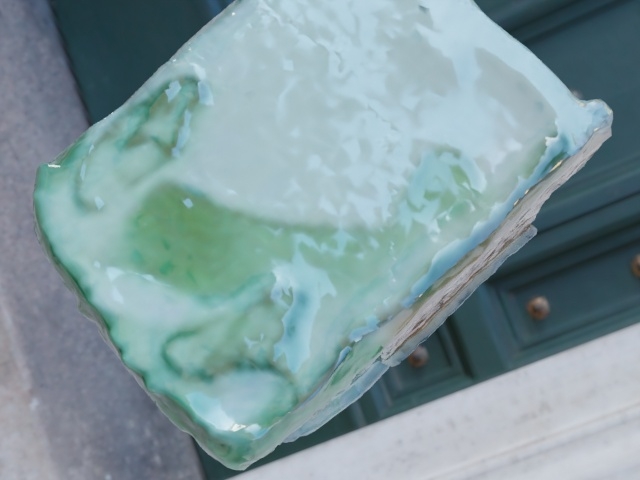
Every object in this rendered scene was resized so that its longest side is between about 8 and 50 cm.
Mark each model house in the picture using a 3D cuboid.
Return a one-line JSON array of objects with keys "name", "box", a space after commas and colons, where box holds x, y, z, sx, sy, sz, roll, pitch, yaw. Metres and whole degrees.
[{"name": "model house", "box": [0.000, 0.000, 0.783, 0.194, 0.267, 0.325, 46, -7, 14]}]
